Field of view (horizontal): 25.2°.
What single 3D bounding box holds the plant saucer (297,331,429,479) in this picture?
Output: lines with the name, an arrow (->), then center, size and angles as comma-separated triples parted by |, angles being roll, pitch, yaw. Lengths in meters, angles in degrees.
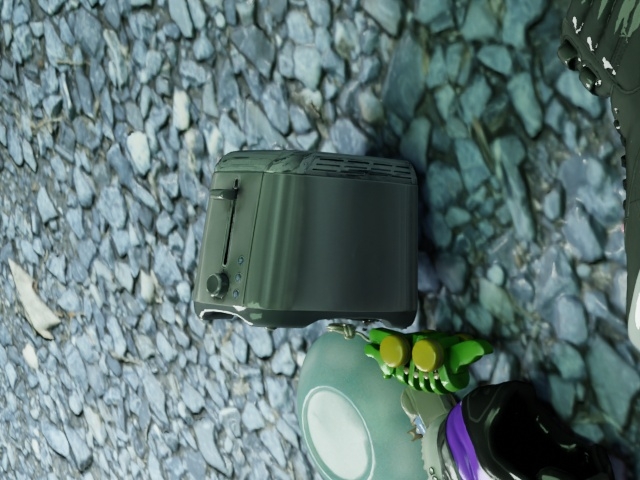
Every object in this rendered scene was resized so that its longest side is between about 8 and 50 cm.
plant saucer -> 0.029, 0.184, 1.386 | 0.195, 0.037, 0.195 | 25, 123, 45

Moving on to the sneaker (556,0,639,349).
sneaker -> 0.228, -0.076, 0.974 | 0.147, 0.104, 0.296 | 32, 122, 43

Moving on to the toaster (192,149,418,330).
toaster -> 0.000, 0.000, 1.220 | 0.129, 0.227, 0.146 | 5, 91, 50

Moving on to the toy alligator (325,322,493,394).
toy alligator -> 0.076, 0.105, 1.261 | 0.189, 0.056, 0.051 | 3, 95, 46

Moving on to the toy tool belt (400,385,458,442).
toy tool belt -> 0.102, 0.164, 1.283 | 0.051, 0.052, 0.083 | 86, 159, -74

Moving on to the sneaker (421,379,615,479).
sneaker -> 0.194, 0.240, 1.144 | 0.293, 0.102, 0.146 | 58, 141, 18
